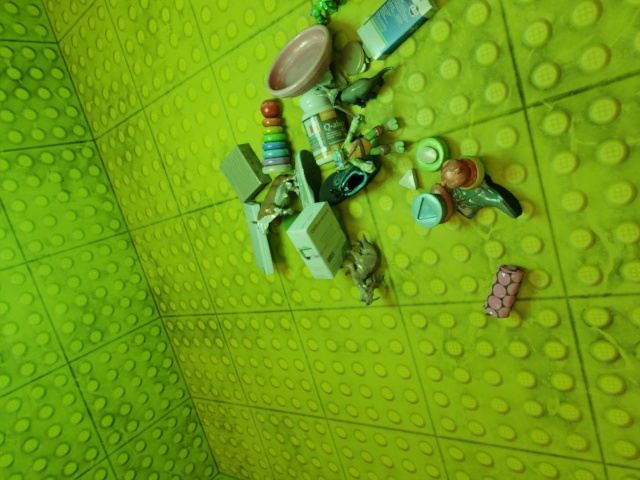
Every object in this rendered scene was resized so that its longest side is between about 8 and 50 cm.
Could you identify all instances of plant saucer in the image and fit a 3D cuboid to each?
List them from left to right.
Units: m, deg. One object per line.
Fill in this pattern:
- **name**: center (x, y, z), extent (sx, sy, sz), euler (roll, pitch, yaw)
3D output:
- **plant saucer**: center (-0.075, -0.696, 1.702), extent (0.332, 0.084, 0.332), euler (-24, 50, 32)

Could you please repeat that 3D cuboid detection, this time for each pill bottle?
- **pill bottle**: center (0.017, -0.463, 1.765), extent (0.162, 0.162, 0.278), euler (-14, 99, 39)

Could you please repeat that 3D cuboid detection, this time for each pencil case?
- **pencil case**: center (0.670, 0.184, 1.574), extent (0.098, 0.095, 0.209), euler (34, 124, 42)

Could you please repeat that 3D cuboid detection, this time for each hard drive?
- **hard drive**: center (-0.319, -0.020, 2.195), extent (0.233, 0.047, 0.353), euler (-157, 54, -66)

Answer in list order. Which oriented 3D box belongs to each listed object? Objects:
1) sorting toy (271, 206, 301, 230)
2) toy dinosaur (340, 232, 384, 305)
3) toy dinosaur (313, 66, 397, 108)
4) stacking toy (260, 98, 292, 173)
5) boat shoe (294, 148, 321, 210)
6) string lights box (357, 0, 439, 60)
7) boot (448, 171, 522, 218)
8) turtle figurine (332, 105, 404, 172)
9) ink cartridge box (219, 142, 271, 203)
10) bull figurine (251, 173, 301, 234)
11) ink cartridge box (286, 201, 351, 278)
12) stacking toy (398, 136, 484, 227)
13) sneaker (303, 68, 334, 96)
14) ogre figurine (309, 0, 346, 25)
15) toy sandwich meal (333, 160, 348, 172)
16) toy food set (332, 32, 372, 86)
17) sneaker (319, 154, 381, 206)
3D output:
- **sorting toy**: center (-0.134, -0.064, 2.088), extent (0.366, 0.127, 0.126), euler (29, 146, 28)
- **toy dinosaur**: center (0.204, 0.115, 1.882), extent (0.200, 0.127, 0.295), euler (21, 107, 21)
- **toy dinosaur**: center (0.148, -0.566, 1.627), extent (0.314, 0.160, 0.121), euler (-1, 107, 38)
- **stacking toy**: center (-0.221, -0.477, 1.967), extent (0.141, 0.141, 0.330), euler (0, 103, 37)
- **boat shoe**: center (-0.059, -0.249, 1.939), extent (0.103, 0.118, 0.320), euler (-1, 115, 38)
- **string lights box**: center (0.269, -0.776, 1.509), extent (0.260, 0.077, 0.133), euler (-32, 87, 40)
- **boot**: center (0.582, -0.133, 1.532), extent (0.246, 0.083, 0.161), euler (49, 134, 21)
- **turtle figurine**: center (0.187, -0.364, 1.585), extent (0.197, 0.266, 0.274), euler (61, 161, 24)
- **ink cartridge box**: center (-0.381, -0.338, 2.161), extent (0.193, 0.088, 0.234), euler (-36, 85, 41)
- **bull figurine**: center (-0.201, -0.175, 1.991), extent (0.188, 0.101, 0.310), euler (6, 71, 40)
- **ink cartridge box**: center (0.000, 0.000, 1.870), extent (0.117, 0.201, 0.278), euler (-2, 130, 38)
- **stacking toy**: center (0.394, -0.213, 1.555), extent (0.279, 0.130, 0.309), euler (50, 134, 26)
- **sneaker**: center (-0.052, -0.640, 1.795), extent (0.258, 0.094, 0.091), euler (-13, 114, 46)
- **ogre figurine**: center (0.035, -0.899, 1.611), extent (0.197, 0.118, 0.096), euler (-15, 98, 39)
- **toy sandwich meal**: center (0.089, -0.312, 1.780), extent (0.086, 0.085, 0.029), euler (-21, 121, 40)
- **toy food set**: center (0.131, -0.707, 1.672), extent (0.192, 0.038, 0.132), euler (-32, 81, 50)
- **sneaker**: center (0.096, -0.234, 1.794), extent (0.125, 0.139, 0.341), euler (44, 133, -10)
